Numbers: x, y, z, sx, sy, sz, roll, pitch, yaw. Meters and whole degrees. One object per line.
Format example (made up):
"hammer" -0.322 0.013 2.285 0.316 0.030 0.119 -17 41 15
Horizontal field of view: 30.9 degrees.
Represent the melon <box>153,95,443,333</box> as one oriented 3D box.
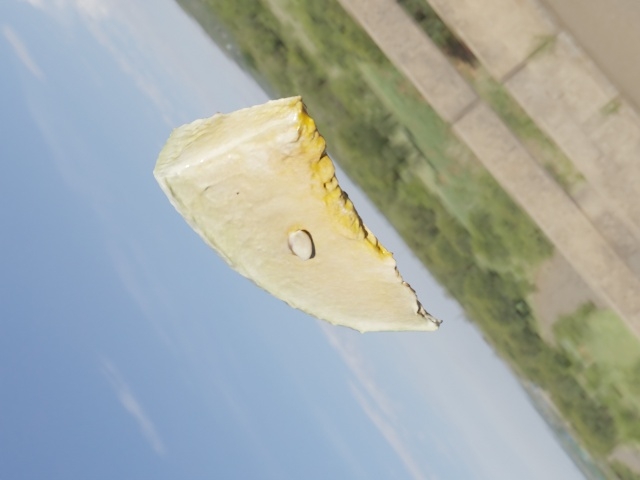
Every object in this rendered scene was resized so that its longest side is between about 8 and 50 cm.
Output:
"melon" -0.008 0.000 0.647 0.182 0.098 0.054 56 -147 -35
